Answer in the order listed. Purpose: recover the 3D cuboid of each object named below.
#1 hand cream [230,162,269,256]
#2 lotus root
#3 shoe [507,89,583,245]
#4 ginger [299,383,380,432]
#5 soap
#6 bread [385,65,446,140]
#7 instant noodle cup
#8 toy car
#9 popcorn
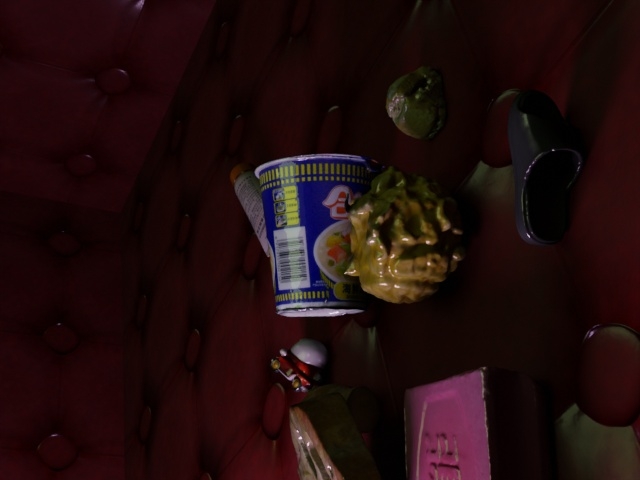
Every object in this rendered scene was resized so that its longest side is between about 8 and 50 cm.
[{"bbox_3d":[-0.168,-0.104,2.369,0.140,0.089,0.314,-63,34,31],"label":"hand cream"},{"bbox_3d":[0.054,0.452,1.500,0.375,0.111,0.391,111,140,-66],"label":"lotus root"},{"bbox_3d":[0.352,-0.113,1.297,0.093,0.108,0.241,-12,76,61],"label":"shoe"},{"bbox_3d":[0.022,0.356,1.770,0.263,0.109,0.116,-32,28,56],"label":"ginger"},{"bbox_3d":[0.240,0.385,1.297,0.233,0.128,0.360,-33,52,56],"label":"soap"},{"bbox_3d":[0.179,-0.283,1.712,0.103,0.110,0.156,121,149,-46],"label":"bread"},{"bbox_3d":[0.000,0.000,1.818,0.284,0.284,0.313,-18,72,61],"label":"instant noodle cup"},{"bbox_3d":[-0.029,0.277,1.927,0.112,0.112,0.139,-59,39,5],"label":"toy car"},{"bbox_3d":[0.140,-0.009,1.549,0.249,0.225,0.249,-175,90,-65],"label":"popcorn"}]
